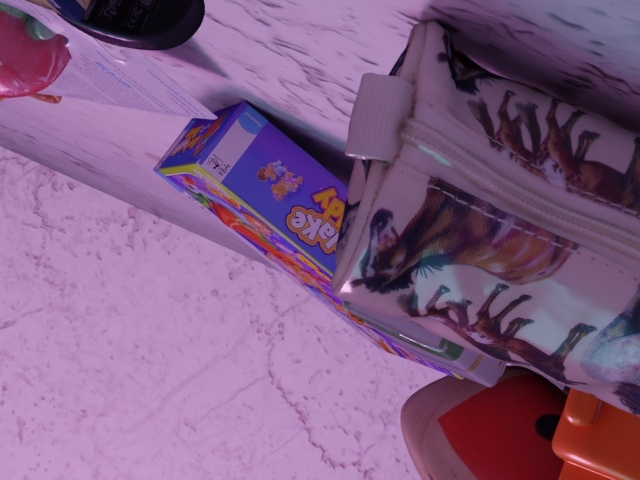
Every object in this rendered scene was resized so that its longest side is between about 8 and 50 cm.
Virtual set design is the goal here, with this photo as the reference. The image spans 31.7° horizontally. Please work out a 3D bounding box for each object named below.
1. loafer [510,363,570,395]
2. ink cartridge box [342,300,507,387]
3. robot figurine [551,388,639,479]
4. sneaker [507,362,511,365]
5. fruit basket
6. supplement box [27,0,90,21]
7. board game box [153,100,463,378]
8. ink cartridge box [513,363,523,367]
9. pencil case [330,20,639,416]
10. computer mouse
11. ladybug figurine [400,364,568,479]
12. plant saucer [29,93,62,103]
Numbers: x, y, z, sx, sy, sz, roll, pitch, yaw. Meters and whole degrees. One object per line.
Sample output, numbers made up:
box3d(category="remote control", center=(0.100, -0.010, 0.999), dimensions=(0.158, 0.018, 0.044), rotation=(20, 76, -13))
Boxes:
box3d(category="loafer", center=(0.331, 0.179, 1.641), dimensions=(0.319, 0.111, 0.112), rotation=(28, 173, -31))
box3d(category="ink cartridge box", center=(0.113, 0.021, 0.901), dimensions=(0.093, 0.154, 0.212), rotation=(22, 174, 24))
box3d(category="robot figurine", center=(0.293, 0.152, 1.030), dimensions=(0.158, 0.219, 0.128), rotation=(22, 173, 2))
box3d(category="sneaker", center=(0.328, 0.163, 1.818), dimensions=(0.077, 0.072, 0.178), rotation=(40, 160, -23))
box3d(category="fruit basket", center=(-0.296, -0.187, 0.914), dimensions=(0.353, 0.165, 0.327), rotation=(5, 168, 19))
box3d(category="supplement box", center=(-0.154, -0.173, 0.589), dimensions=(0.083, 0.083, 0.056), rotation=(22, 175, 10))
box3d(category="board game box", center=(0.000, 0.000, 1.192), dimensions=(0.347, 0.078, 0.233), rotation=(39, 170, -15))
box3d(category="ink cartridge box", center=(0.247, 0.090, 1.239), dimensions=(0.172, 0.100, 0.237), rotation=(27, 174, -17))
box3d(category="pencil case", center=(0.196, 0.027, 0.613), dimensions=(0.410, 0.160, 0.183), rotation=(24, 164, -1))
box3d(category="computer mouse", center=(-0.185, -0.183, 0.691), dimensions=(0.242, 0.071, 0.041), rotation=(27, 168, -7))
box3d(category="ladybug figurine", center=(0.266, 0.289, 1.183), dimensions=(0.305, 0.162, 0.449), rotation=(27, -163, -51))
box3d(category="plant saucer", center=(-0.395, -0.224, 1.339), dimensions=(0.200, 0.037, 0.200), rotation=(25, 174, 3))
